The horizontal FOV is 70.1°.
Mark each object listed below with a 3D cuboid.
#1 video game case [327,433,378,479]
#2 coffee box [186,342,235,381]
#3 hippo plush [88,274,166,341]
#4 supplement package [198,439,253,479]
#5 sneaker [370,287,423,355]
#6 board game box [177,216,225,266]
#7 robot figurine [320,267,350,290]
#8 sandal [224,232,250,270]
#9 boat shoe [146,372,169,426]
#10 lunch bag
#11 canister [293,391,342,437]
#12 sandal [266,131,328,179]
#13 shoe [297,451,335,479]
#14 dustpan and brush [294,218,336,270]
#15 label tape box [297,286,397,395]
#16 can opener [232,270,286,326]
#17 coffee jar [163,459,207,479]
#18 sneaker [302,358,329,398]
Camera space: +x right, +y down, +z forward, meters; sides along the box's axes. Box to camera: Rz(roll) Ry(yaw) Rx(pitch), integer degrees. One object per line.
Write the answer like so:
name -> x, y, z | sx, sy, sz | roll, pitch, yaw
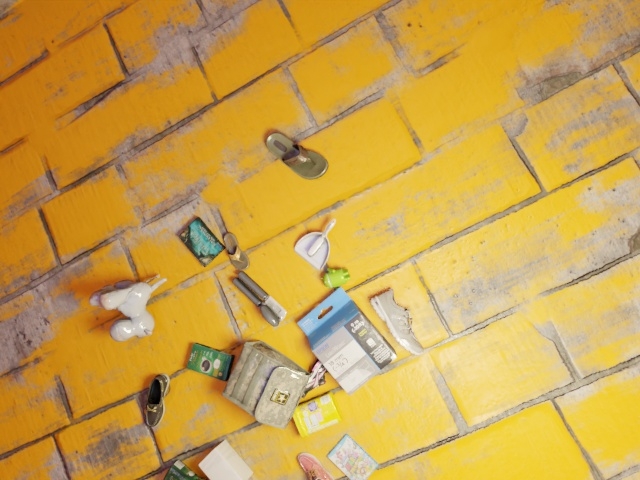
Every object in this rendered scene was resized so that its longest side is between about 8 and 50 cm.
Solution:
video game case -> 0.126, 0.858, 1.781 | 0.166, 0.015, 0.119 | 41, 94, 12
coffee box -> -0.460, 0.508, 1.914 | 0.184, 0.040, 0.113 | 14, 87, 12
hippo plush -> -0.807, 0.297, 1.948 | 0.294, 0.234, 0.236 | -16, 102, -31
supplement package -> -0.377, 0.917, 1.830 | 0.179, 0.105, 0.105 | 44, 94, 12
sneaker -> 0.311, 0.310, 1.745 | 0.115, 0.105, 0.281 | -38, 79, 6
board game box -> -0.515, 0.007, 1.975 | 0.126, 0.026, 0.186 | -44, 79, 4
robot figurine -> 0.061, 0.151, 1.827 | 0.115, 0.067, 0.101 | -18, 114, 8
sandal -> -0.363, 0.048, 1.929 | 0.072, 0.049, 0.180 | -29, 80, 8
boat shoe -> -0.703, 0.681, 1.932 | 0.081, 0.069, 0.227 | 10, 87, 12
lunch bag -> -0.201, 0.562, 1.779 | 0.287, 0.169, 0.235 | 25, 91, 22
canister -> -0.012, 0.683, 1.795 | 0.170, 0.073, 0.126 | -25, 81, 7
sandal -> -0.108, -0.351, 1.894 | 0.303, 0.086, 0.120 | 31, 92, 12
shoe -> -0.021, 0.903, 1.772 | 0.178, 0.081, 0.063 | 39, 93, 12
dustpan and brush -> 0.000, 0.000, 1.856 | 0.147, 0.060, 0.211 | 38, 93, 12
label tape box -> 0.095, 0.385, 1.759 | 0.241, 0.106, 0.333 | -41, 87, 5
can opener -> -0.253, 0.235, 1.876 | 0.280, 0.093, 0.074 | 42, 95, 16
coffee jar -> -0.542, 0.991, 1.869 | 0.184, 0.079, 0.096 | 29, 88, 13
sneaker -> -0.019, 0.558, 1.811 | 0.077, 0.072, 0.178 | 32, 98, 1
